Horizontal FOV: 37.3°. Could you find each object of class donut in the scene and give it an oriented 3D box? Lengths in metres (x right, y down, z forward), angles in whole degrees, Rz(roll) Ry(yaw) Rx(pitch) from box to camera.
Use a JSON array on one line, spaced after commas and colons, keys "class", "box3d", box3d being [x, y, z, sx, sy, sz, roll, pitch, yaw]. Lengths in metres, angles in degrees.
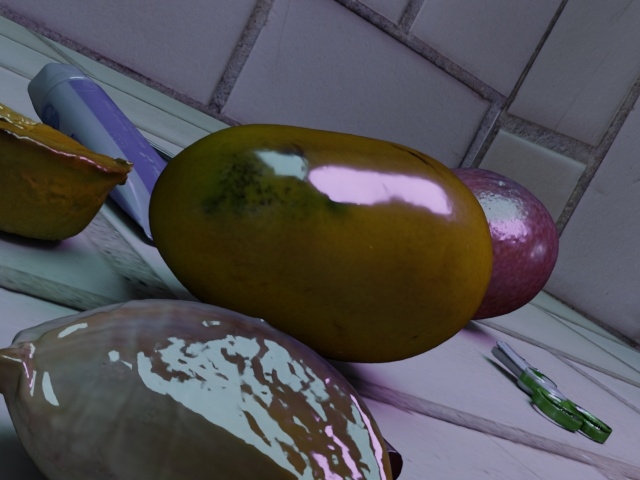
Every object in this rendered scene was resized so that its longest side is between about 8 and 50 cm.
[{"class": "donut", "box3d": [-0.242, -0.060, 0.710, 0.190, 0.074, 0.174, 27, 7, 28]}]

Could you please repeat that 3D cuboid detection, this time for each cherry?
[{"class": "cherry", "box3d": [0.204, 0.003, 1.389, 0.307, 0.221, 0.261, 3, 15, -43]}]

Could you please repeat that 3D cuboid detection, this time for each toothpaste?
[{"class": "toothpaste", "box3d": [-0.214, -0.088, 1.018, 0.125, 0.080, 0.371, 19, 17, -47]}]

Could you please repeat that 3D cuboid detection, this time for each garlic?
[{"class": "garlic", "box3d": [-0.061, 0.078, 0.384, 0.198, 0.090, 0.128, 32, 19, -10]}]

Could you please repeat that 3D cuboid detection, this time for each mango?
[{"class": "mango", "box3d": [0.000, 0.000, 0.726, 0.211, 0.173, 0.317, -4, -16, 39]}]

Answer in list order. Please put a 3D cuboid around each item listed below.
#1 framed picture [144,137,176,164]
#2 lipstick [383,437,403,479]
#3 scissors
[{"class": "framed picture", "box3d": [-0.197, -0.085, 1.261, 0.189, 0.023, 0.260, 30, 7, -3]}, {"class": "lipstick", "box3d": [0.000, 0.108, 0.635, 0.027, 0.027, 0.176, 24, 7, -32]}, {"class": "scissors", "box3d": [0.260, 0.173, 1.136, 0.101, 0.027, 0.204, 28, 9, -29]}]
